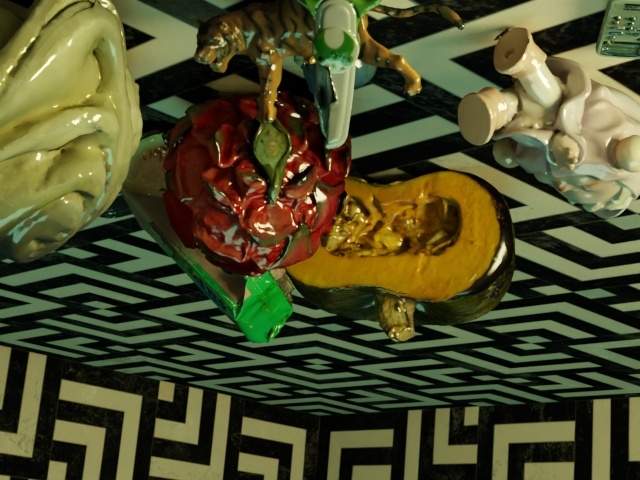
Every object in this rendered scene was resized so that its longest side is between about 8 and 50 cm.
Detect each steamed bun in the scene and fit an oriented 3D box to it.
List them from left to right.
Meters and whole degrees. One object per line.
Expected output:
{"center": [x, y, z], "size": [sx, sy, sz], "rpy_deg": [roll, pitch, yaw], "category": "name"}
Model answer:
{"center": [-0.322, -0.097, 1.224], "size": [0.346, 0.238, 0.394], "rpy_deg": [-19, 166, 36], "category": "steamed bun"}

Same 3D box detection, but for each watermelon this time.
{"center": [-0.194, -0.105, 1.573], "size": [0.163, 0.087, 0.069], "rpy_deg": [7, -166, -19], "category": "watermelon"}

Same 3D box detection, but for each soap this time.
{"center": [-0.151, 0.010, 1.651], "size": [0.273, 0.098, 0.218], "rpy_deg": [44, 173, 23], "category": "soap"}

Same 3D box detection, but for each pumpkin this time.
{"center": [0.125, 0.043, 1.681], "size": [0.324, 0.242, 0.232], "rpy_deg": [3, 156, 24], "category": "pumpkin"}

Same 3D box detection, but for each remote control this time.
{"center": [0.295, -0.206, 1.156], "size": [0.053, 0.018, 0.124], "rpy_deg": [4, 164, 6], "category": "remote control"}

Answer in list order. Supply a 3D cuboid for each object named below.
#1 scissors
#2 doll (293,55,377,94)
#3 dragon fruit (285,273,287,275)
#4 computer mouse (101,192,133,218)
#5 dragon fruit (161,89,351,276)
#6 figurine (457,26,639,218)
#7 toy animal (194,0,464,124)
{"center": [0.015, -0.178, 1.091], "size": [0.101, 0.027, 0.204], "rpy_deg": [4, 120, 6], "category": "scissors"}
{"center": [0.022, -0.180, 1.278], "size": [0.076, 0.051, 0.083], "rpy_deg": [12, 161, -36], "category": "doll"}
{"center": [-0.058, -0.006, 1.776], "size": [0.121, 0.130, 0.142], "rpy_deg": [4, 126, 29], "category": "dragon fruit"}
{"center": [-0.312, -0.063, 1.755], "size": [0.192, 0.062, 0.106], "rpy_deg": [7, 164, -2], "category": "computer mouse"}
{"center": [-0.076, -0.068, 1.441], "size": [0.233, 0.234, 0.293], "rpy_deg": [7, 176, -6], "category": "dragon fruit"}
{"center": [0.259, -0.120, 1.277], "size": [0.276, 0.133, 0.200], "rpy_deg": [26, 166, -41], "category": "figurine"}
{"center": [0.016, -0.202, 1.151], "size": [0.255, 0.114, 0.116], "rpy_deg": [-9, 135, 26], "category": "toy animal"}
